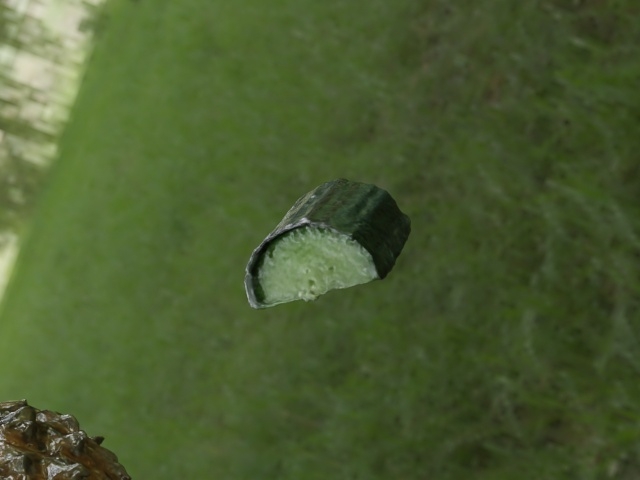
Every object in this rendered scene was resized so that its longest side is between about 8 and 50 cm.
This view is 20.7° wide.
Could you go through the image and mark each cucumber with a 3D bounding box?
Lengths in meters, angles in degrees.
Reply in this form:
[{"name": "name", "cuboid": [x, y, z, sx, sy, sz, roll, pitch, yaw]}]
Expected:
[{"name": "cucumber", "cuboid": [0.000, 0.000, 1.310, 0.115, 0.116, 0.062, -49, -59, -66]}]

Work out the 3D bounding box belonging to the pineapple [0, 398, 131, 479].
[{"name": "pineapple", "cuboid": [-0.101, 0.235, 0.831, 0.364, 0.165, 0.165, 51, 128, 34]}]
